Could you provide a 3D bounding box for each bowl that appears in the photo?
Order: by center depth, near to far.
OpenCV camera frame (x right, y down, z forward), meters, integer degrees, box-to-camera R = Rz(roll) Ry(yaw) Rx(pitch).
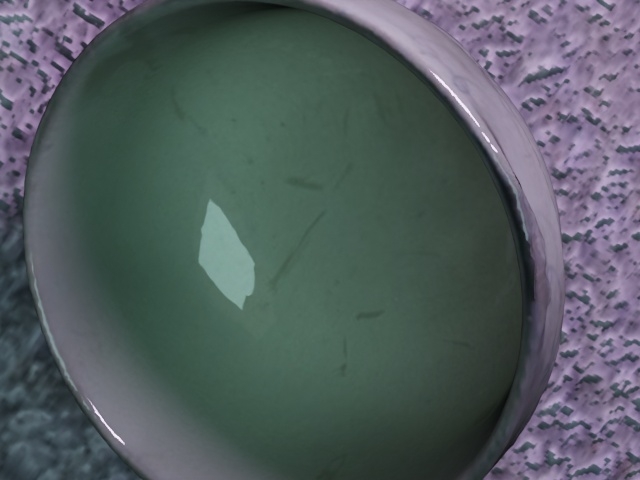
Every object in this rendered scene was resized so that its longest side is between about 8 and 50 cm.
[{"bbox_3d":[0.000,0.000,1.049,0.307,0.163,0.307,8,109,24],"label":"bowl"}]
